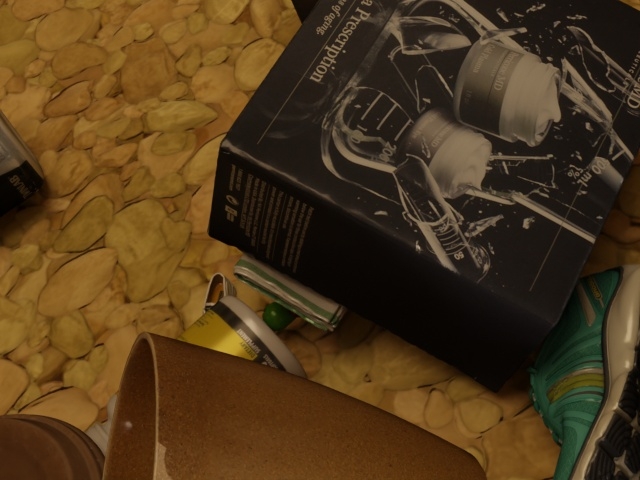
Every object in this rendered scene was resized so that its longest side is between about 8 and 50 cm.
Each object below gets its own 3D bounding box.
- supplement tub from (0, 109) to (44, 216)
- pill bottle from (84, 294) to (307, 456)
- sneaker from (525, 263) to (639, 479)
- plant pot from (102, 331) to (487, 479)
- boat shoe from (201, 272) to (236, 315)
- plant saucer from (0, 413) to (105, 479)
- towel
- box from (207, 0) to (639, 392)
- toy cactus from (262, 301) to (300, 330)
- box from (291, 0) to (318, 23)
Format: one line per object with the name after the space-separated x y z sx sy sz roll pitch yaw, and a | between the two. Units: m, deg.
-0.504 -0.057 1.348 0.316 0.193 0.193 -35 50 -7 | supplement tub
-0.124 0.161 1.087 0.208 0.119 0.119 -43 52 -12 | pill bottle
0.233 0.140 0.994 0.110 0.107 0.275 -8 44 33 | sneaker
-0.016 0.195 0.810 0.254 0.237 0.237 8 50 -16 | plant pot
-0.111 0.078 1.197 0.035 0.035 0.100 -2 54 20 | boat shoe
-0.299 0.256 0.948 0.278 0.041 0.277 -14 45 15 | plant saucer
0.000 0.000 1.106 0.113 0.023 0.152 31 65 4 | towel
0.117 -0.096 1.062 0.313 0.179 0.343 28 63 4 | box
0.035 0.009 1.162 0.181 0.112 0.219 26 59 24 | toy cactus
0.082 -0.326 1.342 0.247 0.163 0.142 -20 54 7 | box
